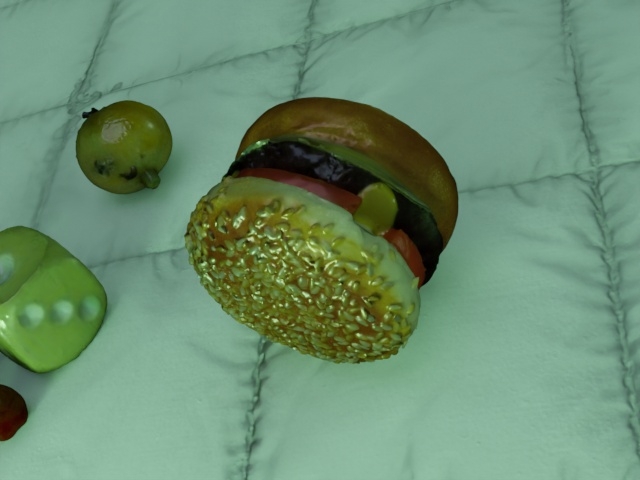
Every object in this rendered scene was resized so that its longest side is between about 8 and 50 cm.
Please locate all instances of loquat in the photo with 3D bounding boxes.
[{"bbox_3d":[-0.341,-0.160,1.634,0.172,0.149,0.204,-34,58,-8],"label":"loquat"}]

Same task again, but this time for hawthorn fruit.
[{"bbox_3d":[-0.479,0.246,1.361,0.081,0.093,0.081,-14,44,14],"label":"hawthorn fruit"}]

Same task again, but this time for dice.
[{"bbox_3d":[-0.449,0.092,1.435,0.169,0.169,0.166,20,62,38],"label":"dice"}]

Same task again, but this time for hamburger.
[{"bbox_3d":[0.000,0.000,1.186,0.330,0.330,0.250,3,51,29],"label":"hamburger"}]
